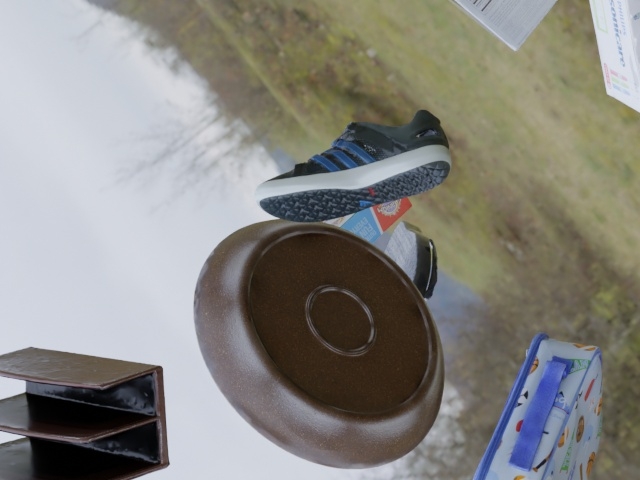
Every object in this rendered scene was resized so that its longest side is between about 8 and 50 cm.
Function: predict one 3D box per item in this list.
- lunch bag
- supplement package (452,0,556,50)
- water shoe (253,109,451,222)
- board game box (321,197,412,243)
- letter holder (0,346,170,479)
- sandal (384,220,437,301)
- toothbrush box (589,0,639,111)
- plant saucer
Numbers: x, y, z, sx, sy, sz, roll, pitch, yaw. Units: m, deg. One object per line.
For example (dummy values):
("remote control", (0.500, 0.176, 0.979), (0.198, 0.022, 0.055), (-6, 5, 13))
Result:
("lunch bag", (0.293, 0.278, 1.608), (0.115, 0.303, 0.243), (13, 148, 24))
("supplement package", (0.172, -0.349, 1.390), (0.244, 0.134, 0.139), (25, -163, -50))
("water shoe", (0.031, -0.075, 1.217), (0.073, 0.203, 0.080), (68, -168, -60))
("board game box", (0.000, 0.000, 2.295), (0.064, 0.242, 0.316), (54, 153, -12))
("letter holder", (-0.402, 0.259, 1.722), (0.214, 0.301, 0.152), (-11, -79, -51))
("sandal", (0.124, 0.031, 1.546), (0.054, 0.097, 0.254), (25, -164, -5))
("toothbrush box", (0.575, -0.349, 1.839), (0.122, 0.283, 0.206), (50, 162, 59))
("plant saucer", (0.013, 0.096, 1.299), (0.310, 0.050, 0.311), (17, -129, -22))
